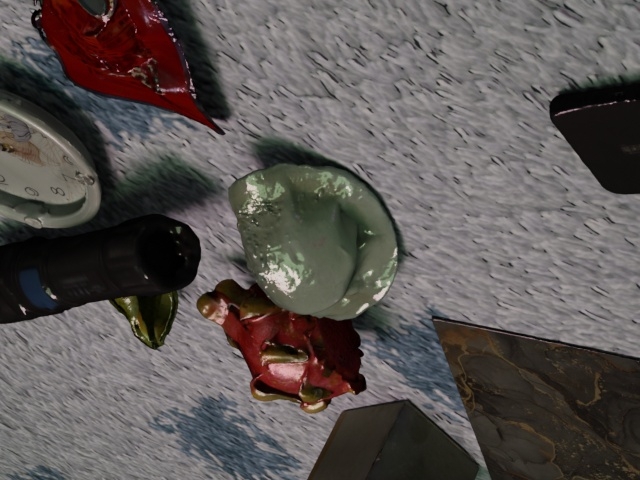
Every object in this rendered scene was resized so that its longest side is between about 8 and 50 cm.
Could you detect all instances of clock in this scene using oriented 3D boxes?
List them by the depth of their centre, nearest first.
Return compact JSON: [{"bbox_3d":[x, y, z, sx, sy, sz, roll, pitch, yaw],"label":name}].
[{"bbox_3d":[-0.336,-0.101,2.094,0.236,0.053,0.236,20,151,11],"label":"clock"}]

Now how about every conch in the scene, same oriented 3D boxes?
[{"bbox_3d":[-0.201,0.065,2.215,0.089,0.074,0.121,-27,81,53],"label":"conch"}]

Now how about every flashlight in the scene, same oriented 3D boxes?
[{"bbox_3d":[-0.269,0.030,2.158,0.103,0.103,0.424,42,152,-23],"label":"flashlight"}]

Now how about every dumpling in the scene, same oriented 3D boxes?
[{"bbox_3d":[-0.009,0.012,1.960,0.152,0.108,0.219,-4,140,41],"label":"dumpling"}]

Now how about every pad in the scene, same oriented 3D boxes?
[{"bbox_3d":[0.273,0.216,2.148,0.247,0.007,0.367,10,145,26],"label":"pad"}]

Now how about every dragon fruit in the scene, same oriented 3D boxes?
[{"bbox_3d":[-0.039,0.101,2.102,0.207,0.150,0.133,25,-179,14],"label":"dragon fruit"}]

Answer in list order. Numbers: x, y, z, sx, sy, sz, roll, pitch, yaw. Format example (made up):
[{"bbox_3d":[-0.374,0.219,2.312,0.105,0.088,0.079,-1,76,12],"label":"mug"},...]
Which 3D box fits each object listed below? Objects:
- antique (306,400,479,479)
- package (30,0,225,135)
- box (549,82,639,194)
[{"bbox_3d":[0.073,0.293,2.276,0.146,0.152,0.148,44,148,-25],"label":"antique"},{"bbox_3d":[-0.202,-0.192,1.846,0.194,0.071,0.269,30,156,24],"label":"package"},{"bbox_3d":[0.276,-0.088,1.676,0.126,0.027,0.125,-6,138,41],"label":"box"}]
